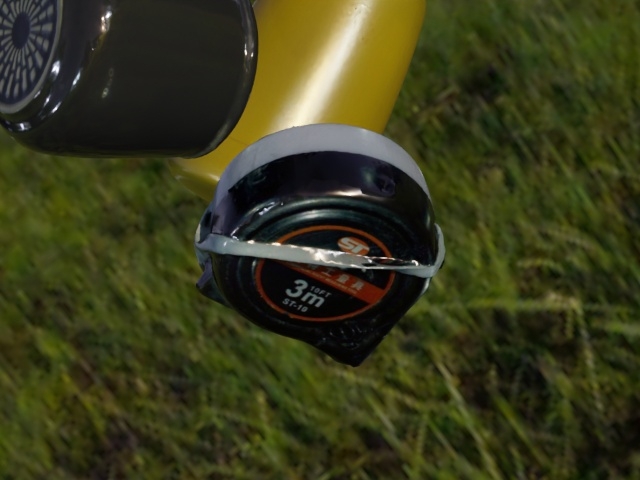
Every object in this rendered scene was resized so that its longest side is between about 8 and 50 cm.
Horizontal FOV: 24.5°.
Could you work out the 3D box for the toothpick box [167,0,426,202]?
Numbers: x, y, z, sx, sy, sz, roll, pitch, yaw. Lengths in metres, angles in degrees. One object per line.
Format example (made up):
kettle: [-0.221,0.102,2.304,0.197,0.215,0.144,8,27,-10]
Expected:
toothpick box: [-0.012,-0.147,1.385,0.271,0.175,0.175,-64,19,-7]

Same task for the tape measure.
tape measure: [0.002,-0.003,1.131,0.181,0.182,0.107,-44,33,32]

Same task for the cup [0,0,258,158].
cup: [-0.145,-0.167,1.094,0.177,0.223,0.169,8,-7,-36]
